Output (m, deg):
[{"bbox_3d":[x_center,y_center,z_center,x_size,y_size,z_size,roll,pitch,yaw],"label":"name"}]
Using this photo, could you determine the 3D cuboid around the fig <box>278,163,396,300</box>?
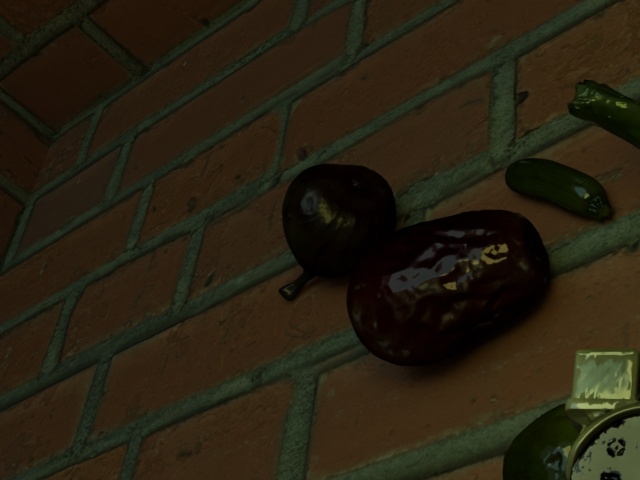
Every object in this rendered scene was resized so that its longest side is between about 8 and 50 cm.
[{"bbox_3d":[0.000,0.000,2.187,0.321,0.217,0.217,-54,21,44],"label":"fig"}]

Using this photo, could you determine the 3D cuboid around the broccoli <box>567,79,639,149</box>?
[{"bbox_3d":[0.492,-0.149,1.640,0.275,0.198,0.177,26,98,27],"label":"broccoli"}]

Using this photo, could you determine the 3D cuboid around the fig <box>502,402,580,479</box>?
[{"bbox_3d":[0.302,0.293,1.464,0.206,0.206,0.275,-60,18,-18],"label":"fig"}]

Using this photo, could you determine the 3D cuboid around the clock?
[{"bbox_3d":[0.442,0.217,1.209,0.379,0.120,0.276,-5,58,24],"label":"clock"}]

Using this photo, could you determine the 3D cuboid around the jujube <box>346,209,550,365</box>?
[{"bbox_3d":[0.192,0.069,1.822,0.318,0.223,0.223,-23,39,26],"label":"jujube"}]

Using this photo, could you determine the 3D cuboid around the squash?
[{"bbox_3d":[0.375,-0.089,1.877,0.069,0.069,0.258,-53,30,-6],"label":"squash"}]
